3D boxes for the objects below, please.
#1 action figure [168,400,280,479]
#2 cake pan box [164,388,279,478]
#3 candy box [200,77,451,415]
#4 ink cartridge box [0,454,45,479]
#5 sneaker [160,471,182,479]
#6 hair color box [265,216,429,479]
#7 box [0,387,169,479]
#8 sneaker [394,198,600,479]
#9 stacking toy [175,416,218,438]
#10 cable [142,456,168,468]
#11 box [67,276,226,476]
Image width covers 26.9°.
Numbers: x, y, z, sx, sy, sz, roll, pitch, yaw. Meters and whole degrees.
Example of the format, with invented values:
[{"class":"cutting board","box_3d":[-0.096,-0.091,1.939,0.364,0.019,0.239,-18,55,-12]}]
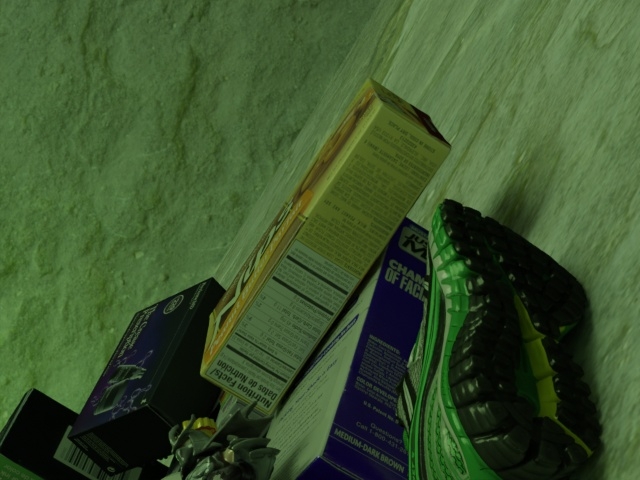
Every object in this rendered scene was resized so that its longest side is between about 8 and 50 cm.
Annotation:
[{"class":"action figure","box_3d":[-0.074,0.253,1.085,0.285,0.099,0.185,62,140,42]},{"class":"cake pan box","box_3d":[-0.132,0.257,1.918,0.245,0.070,0.267,-55,9,29]},{"class":"candy box","box_3d":[0.000,0.000,1.339,0.316,0.088,0.183,-57,9,12]},{"class":"ink cartridge box","box_3d":[-0.345,0.371,1.243,0.201,0.117,0.278,-51,10,35]},{"class":"sneaker","box_3d":[-0.120,0.281,1.355,0.114,0.152,0.305,-38,22,-11]},{"class":"hair color box","box_3d":[0.036,0.150,1.262,0.185,0.110,0.338,-51,13,39]},{"class":"box","box_3d":[-0.442,0.487,2.084,0.395,0.294,0.212,-55,9,21]},{"class":"sneaker","box_3d":[0.108,0.087,1.004,0.146,0.134,0.343,-54,11,28]},{"class":"stacking toy","box_3d":[-0.182,0.363,1.743,0.221,0.052,0.167,-59,29,30]},{"class":"cable","box_3d":[-0.234,0.286,2.059,0.184,0.047,0.150,-44,21,48]},{"class":"box","box_3d":[-0.231,0.198,1.959,0.184,0.103,0.261,-22,30,36]}]
